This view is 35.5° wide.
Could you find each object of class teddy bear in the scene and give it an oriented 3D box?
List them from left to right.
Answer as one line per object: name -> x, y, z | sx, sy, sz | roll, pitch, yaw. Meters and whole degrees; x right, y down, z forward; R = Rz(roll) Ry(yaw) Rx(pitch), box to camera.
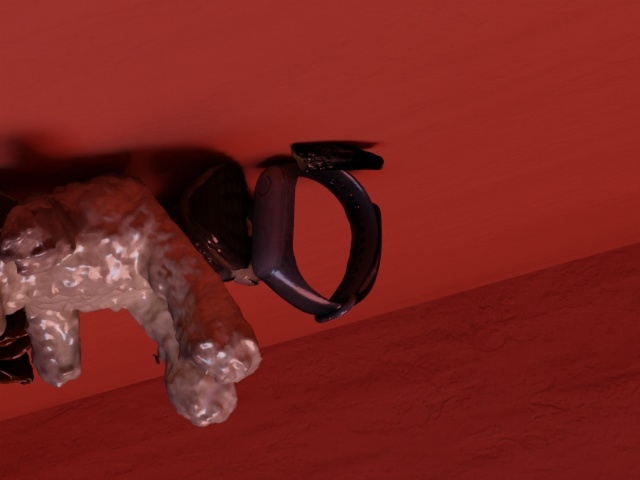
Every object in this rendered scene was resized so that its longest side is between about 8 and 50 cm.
teddy bear -> -0.318, 0.081, 1.067 | 0.362, 0.375, 0.327 | -23, 159, -27

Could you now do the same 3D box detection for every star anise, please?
star anise -> -0.522, 0.143, 1.490 | 0.190, 0.126, 0.220 | -46, 132, 13

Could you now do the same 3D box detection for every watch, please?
watch -> 0.000, 0.000, 1.267 | 0.192, 0.207, 0.068 | 17, 151, -39

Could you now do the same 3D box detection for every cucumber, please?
cucumber -> 0.022, -0.105, 1.240 | 0.134, 0.033, 0.034 | -7, 132, -32

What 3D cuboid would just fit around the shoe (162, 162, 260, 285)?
shoe -> -0.171, -0.010, 1.271 | 0.170, 0.133, 0.336 | -5, 170, 4
